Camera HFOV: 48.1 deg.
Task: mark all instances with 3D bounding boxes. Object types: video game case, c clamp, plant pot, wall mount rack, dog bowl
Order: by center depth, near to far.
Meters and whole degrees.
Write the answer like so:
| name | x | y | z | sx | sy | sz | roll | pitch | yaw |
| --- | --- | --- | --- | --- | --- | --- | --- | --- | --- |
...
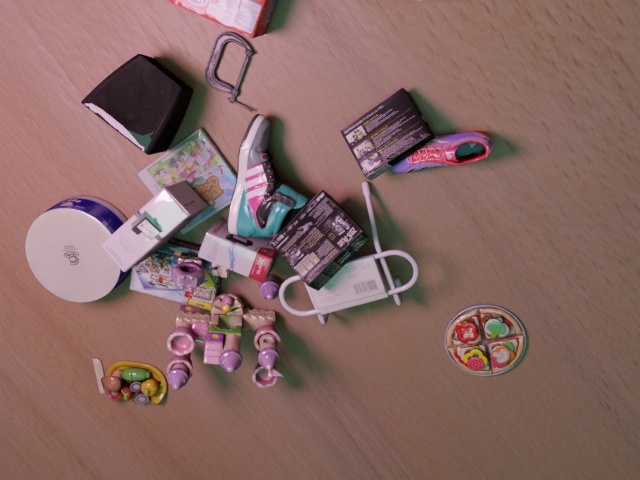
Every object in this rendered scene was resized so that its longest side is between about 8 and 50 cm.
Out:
| name | x | y | z | sx | sy | sz | roll | pitch | yaw |
| --- | --- | --- | --- | --- | --- | --- | --- | --- | --- |
| plant pot | -0.404 | -0.325 | 1.662 | 0.188 | 0.187 | 0.167 | 38 | 99 | -5 |
| c clamp | -0.201 | -0.399 | 1.679 | 0.137 | 0.022 | 0.160 | 21 | 114 | 7 |
| wall mount rack | 0.055 | 0.040 | 1.742 | 0.350 | 0.130 | 0.304 | -16 | 110 | 15 |
| video game case | -0.320 | -0.145 | 1.788 | 0.212 | 0.023 | 0.193 | -31 | 102 | 19 |
| dog bowl | -0.618 | 0.023 | 1.858 | 0.265 | 0.104 | 0.265 | 3 | 110 | 9 |

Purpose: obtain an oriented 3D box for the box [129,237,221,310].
| name | x | y | z | sx | sy | sz | roll | pitch | yaw |
| --- | --- | --- | --- | --- | --- | --- | --- | --- | --- |
| box | -0.372 | 0.078 | 1.868 | 0.233 | 0.044 | 0.159 | 15 | 112 | 4 |

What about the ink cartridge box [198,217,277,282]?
| name | x | y | z | sx | sy | sz | roll | pitch | yaw |
| --- | --- | --- | --- | --- | --- | --- | --- | --- | --- |
| ink cartridge box | -0.196 | 0.023 | 1.772 | 0.175 | 0.127 | 0.072 | 22 | 111 | 1 |

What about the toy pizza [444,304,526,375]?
| name | x | y | z | sx | sy | sz | roll | pitch | yaw |
| --- | --- | --- | --- | --- | --- | --- | --- | --- | --- |
| toy pizza | 0.414 | 0.257 | 1.803 | 0.201 | 0.032 | 0.201 | 3 | 110 | 9 |

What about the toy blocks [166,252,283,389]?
| name | x | y | z | sx | sy | sz | roll | pitch | yaw |
| --- | --- | --- | --- | --- | --- | --- | --- | --- | --- |
| toy blocks | -0.233 | 0.232 | 1.751 | 0.289 | 0.260 | 0.309 | 5 | 113 | -7 |

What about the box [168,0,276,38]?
| name | x | y | z | sx | sy | sz | roll | pitch | yaw |
| --- | --- | --- | --- | --- | --- | --- | --- | --- | --- |
| box | -0.228 | -0.554 | 1.568 | 0.257 | 0.122 | 0.128 | 24 | 112 | 1 |

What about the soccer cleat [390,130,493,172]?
| name | x | y | z | sx | sy | sz | roll | pitch | yaw |
| --- | --- | --- | --- | --- | --- | --- | --- | --- | --- |
| soccer cleat | 0.267 | -0.198 | 1.628 | 0.248 | 0.095 | 0.083 | -8 | 108 | 12 |

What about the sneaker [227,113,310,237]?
| name | x | y | z | sx | sy | sz | roll | pitch | yaw |
| --- | --- | --- | --- | --- | --- | --- | --- | --- | --- |
| sneaker | -0.107 | -0.136 | 1.686 | 0.178 | 0.124 | 0.295 | 15 | 105 | 10 |

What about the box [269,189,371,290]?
| name | x | y | z | sx | sy | sz | roll | pitch | yaw |
| --- | --- | --- | --- | --- | --- | --- | --- | --- | --- |
| box | 0.000 | 0.000 | 1.668 | 0.180 | 0.077 | 0.147 | -46 | 66 | 4 |

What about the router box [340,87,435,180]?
| name | x | y | z | sx | sy | sz | roll | pitch | yaw |
| --- | --- | --- | --- | --- | --- | --- | --- | --- | --- |
| router box | 0.151 | -0.241 | 1.630 | 0.179 | 0.046 | 0.133 | -32 | 73 | 19 |

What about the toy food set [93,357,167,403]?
| name | x | y | z | sx | sy | sz | roll | pitch | yaw |
| --- | --- | --- | --- | --- | --- | --- | --- | --- | --- |
| toy food set | -0.544 | 0.409 | 2.004 | 0.218 | 0.071 | 0.128 | 6 | 111 | 8 |

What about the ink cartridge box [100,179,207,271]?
| name | x | y | z | sx | sy | sz | roll | pitch | yaw |
| --- | --- | --- | --- | --- | --- | --- | --- | --- | --- |
| ink cartridge box | -0.396 | -0.039 | 1.729 | 0.219 | 0.160 | 0.092 | -40 | 94 | 13 |
